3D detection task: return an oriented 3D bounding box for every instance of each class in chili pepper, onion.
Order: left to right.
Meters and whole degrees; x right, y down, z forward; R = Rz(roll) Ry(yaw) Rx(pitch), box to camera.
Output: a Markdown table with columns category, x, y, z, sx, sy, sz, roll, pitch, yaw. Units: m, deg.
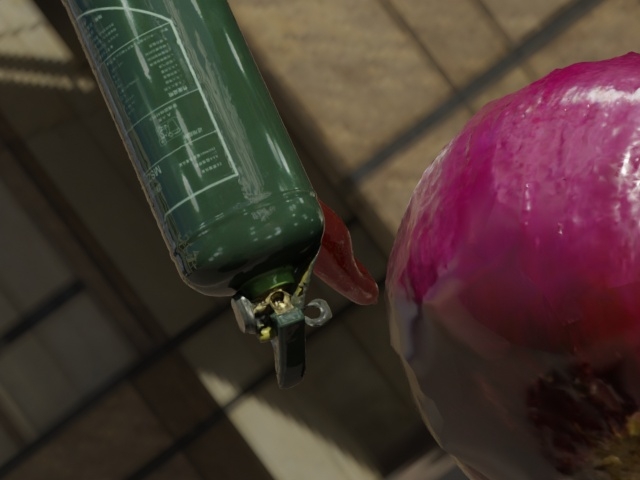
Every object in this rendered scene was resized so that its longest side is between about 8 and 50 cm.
| category | x | y | z | sx | sy | sz | roll | pitch | yaw |
| --- | --- | --- | --- | --- | --- | --- | --- | --- | --- |
| chili pepper | 0.001 | 0.000 | 1.674 | 0.050 | 0.191 | 0.059 | -44 | 38 | 1 |
| onion | 0.224 | 0.005 | 1.213 | 0.347 | 0.347 | 0.385 | -38 | 24 | 41 |

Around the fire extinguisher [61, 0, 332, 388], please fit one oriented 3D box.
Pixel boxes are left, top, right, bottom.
| category | x | y | z | sx | sy | sz | roll | pitch | yaw |
| --- | --- | --- | --- | --- | --- | --- | --- | --- | --- |
| fire extinguisher | -0.072 | -0.064 | 1.179 | 0.095 | 0.311 | 0.114 | -20 | -13 | -19 |

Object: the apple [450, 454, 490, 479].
| category | x | y | z | sx | sy | sz | roll | pitch | yaw |
| --- | --- | --- | --- | --- | --- | --- | --- | --- | --- |
| apple | 0.189 | 0.113 | 1.572 | 0.211 | 0.211 | 0.188 | -38 | -2 | 23 |
